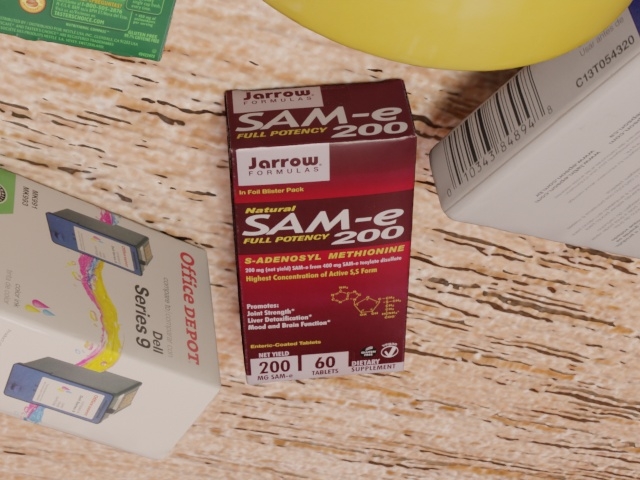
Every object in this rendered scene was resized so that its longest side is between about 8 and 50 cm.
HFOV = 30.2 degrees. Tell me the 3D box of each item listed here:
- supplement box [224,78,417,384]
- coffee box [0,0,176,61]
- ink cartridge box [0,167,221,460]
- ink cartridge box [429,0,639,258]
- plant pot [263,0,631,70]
[{"bbox_3d":[0.000,0.000,0.886,0.130,0.073,0.239,-5,132,-4],"label":"supplement box"},{"bbox_3d":[-0.129,-0.199,0.704,0.113,0.040,0.184,8,131,-16],"label":"coffee box"},{"bbox_3d":[-0.185,0.048,0.843,0.212,0.154,0.093,25,122,-27],"label":"ink cartridge box"},{"bbox_3d":[0.297,-0.095,0.794,0.330,0.071,0.324,9,144,-35],"label":"ink cartridge box"},{"bbox_3d":[0.072,-0.241,0.491,0.254,0.254,0.239,5,149,-13],"label":"plant pot"}]
